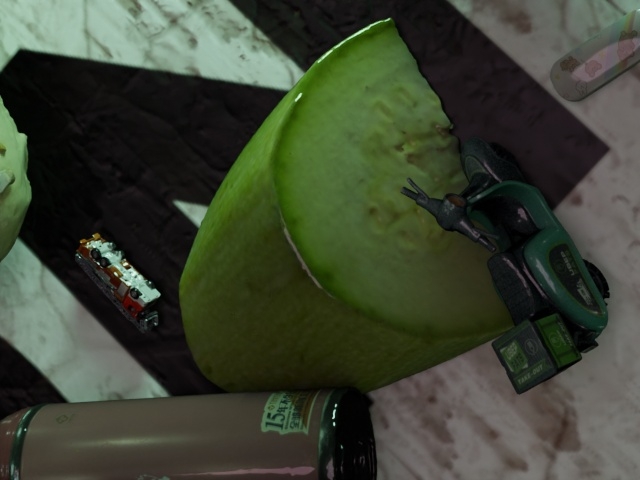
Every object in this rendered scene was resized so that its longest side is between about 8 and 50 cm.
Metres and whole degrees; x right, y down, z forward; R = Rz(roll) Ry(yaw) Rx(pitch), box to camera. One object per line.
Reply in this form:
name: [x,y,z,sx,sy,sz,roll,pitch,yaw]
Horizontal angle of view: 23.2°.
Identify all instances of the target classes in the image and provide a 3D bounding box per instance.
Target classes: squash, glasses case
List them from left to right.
squash: [0.000,0.000,1.122,0.204,0.155,0.237,-22,81,-22]
glasses case: [0.195,-0.126,1.060,0.083,0.021,0.032,-33,83,14]

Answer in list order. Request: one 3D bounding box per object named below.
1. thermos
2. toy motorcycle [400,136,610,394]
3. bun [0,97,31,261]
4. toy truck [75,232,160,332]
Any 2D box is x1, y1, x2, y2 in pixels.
thermos: [-0.128,0.173,1.123,0.330,0.136,0.109,-5,61,17]
toy motorcycle: [0.128,0.009,1.039,0.058,0.100,0.173,-38,74,43]
bun: [-0.338,-0.056,1.154,0.259,0.160,0.259,0,82,2]
toy truck: [-0.150,0.031,1.162,0.083,0.024,0.032,43,124,14]
